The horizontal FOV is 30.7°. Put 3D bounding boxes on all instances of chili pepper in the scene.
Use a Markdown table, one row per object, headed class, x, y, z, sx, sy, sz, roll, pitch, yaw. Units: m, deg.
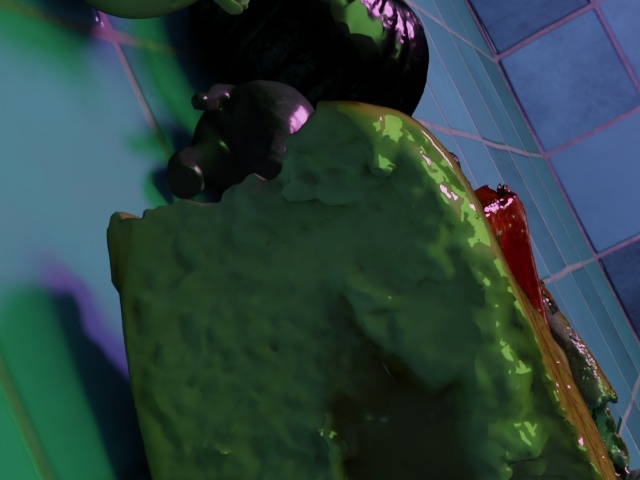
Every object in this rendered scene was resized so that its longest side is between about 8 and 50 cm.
| class | x | y | z | sx | sy | sz | roll | pitch | yaw |
| --- | --- | --- | --- | --- | --- | --- | --- | --- | --- |
| chili pepper | 0.162 | 0.081 | 1.071 | 0.144 | 0.136 | 0.253 | -173 | -119 | -78 |

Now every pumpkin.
| class | x | y | z | sx | sy | sz | roll | pitch | yaw |
| --- | --- | --- | --- | --- | --- | --- | --- | --- | --- |
| pumpkin | -0.010 | -0.151 | 0.857 | 0.202 | 0.140 | 0.202 | 40 | 18 | -16 |

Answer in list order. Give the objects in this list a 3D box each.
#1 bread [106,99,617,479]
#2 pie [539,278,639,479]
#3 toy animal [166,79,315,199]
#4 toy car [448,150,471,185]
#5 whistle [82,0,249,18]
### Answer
| class | x | y | z | sx | sy | sz | roll | pitch | yaw |
| --- | --- | --- | --- | --- | --- | --- | --- | --- | --- |
| bread | 0.025 | 0.065 | 0.556 | 0.224 | 0.183 | 0.211 | 67 | 16 | 5 |
| pie | 0.270 | 0.172 | 1.238 | 0.302 | 0.067 | 0.302 | -23 | 90 | -85 |
| toy animal | 0.001 | 0.007 | 0.742 | 0.269 | 0.082 | 0.137 | 53 | 20 | -26 |
| toy car | 0.050 | -0.058 | 0.974 | 0.165 | 0.062 | 0.071 | 23 | 26 | -15 |
| whistle | -0.135 | -0.245 | 0.646 | 0.294 | 0.141 | 0.141 | 56 | 18 | -17 |
